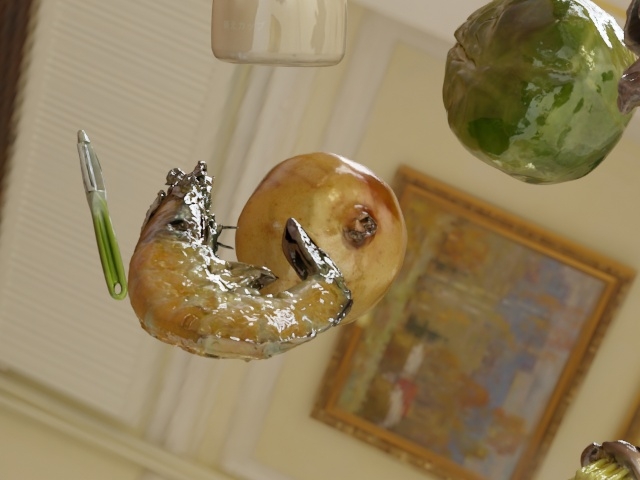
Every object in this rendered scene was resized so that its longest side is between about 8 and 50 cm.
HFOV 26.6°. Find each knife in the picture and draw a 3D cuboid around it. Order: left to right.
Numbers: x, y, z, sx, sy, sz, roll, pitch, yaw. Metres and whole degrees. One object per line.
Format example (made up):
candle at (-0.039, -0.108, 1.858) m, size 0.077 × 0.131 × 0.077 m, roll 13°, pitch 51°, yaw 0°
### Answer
knife at (-0.218, -0.025, 1.344) m, size 0.026 × 0.022 × 0.184 m, roll 51°, pitch 22°, yaw -69°

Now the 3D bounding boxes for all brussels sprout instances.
brussels sprout at (0.333, -0.246, 2.094) m, size 0.289 × 0.281 × 0.354 m, roll -62°, pitch -145°, yaw 10°

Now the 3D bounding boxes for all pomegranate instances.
pomegranate at (0.000, 0.000, 1.976) m, size 0.264 × 0.264 × 0.264 m, roll 24°, pitch 90°, yaw -82°

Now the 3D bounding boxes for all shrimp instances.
shrimp at (-0.106, 0.011, 1.692) m, size 0.445 × 0.272 × 0.085 m, roll -107°, pitch -159°, yaw -59°

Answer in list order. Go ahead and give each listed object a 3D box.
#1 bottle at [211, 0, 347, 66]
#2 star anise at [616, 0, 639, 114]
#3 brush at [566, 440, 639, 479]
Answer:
bottle at (-0.042, -0.308, 1.456) m, size 0.147 × 0.147 × 0.237 m, roll -38°, pitch 131°, yaw -73°
star anise at (0.400, -0.201, 1.330) m, size 0.359 × 0.316 × 0.139 m, roll -26°, pitch -170°, yaw -31°
brush at (0.261, 0.304, 1.034) m, size 0.067 × 0.313 × 0.072 m, roll -26°, pitch -175°, yaw -27°
